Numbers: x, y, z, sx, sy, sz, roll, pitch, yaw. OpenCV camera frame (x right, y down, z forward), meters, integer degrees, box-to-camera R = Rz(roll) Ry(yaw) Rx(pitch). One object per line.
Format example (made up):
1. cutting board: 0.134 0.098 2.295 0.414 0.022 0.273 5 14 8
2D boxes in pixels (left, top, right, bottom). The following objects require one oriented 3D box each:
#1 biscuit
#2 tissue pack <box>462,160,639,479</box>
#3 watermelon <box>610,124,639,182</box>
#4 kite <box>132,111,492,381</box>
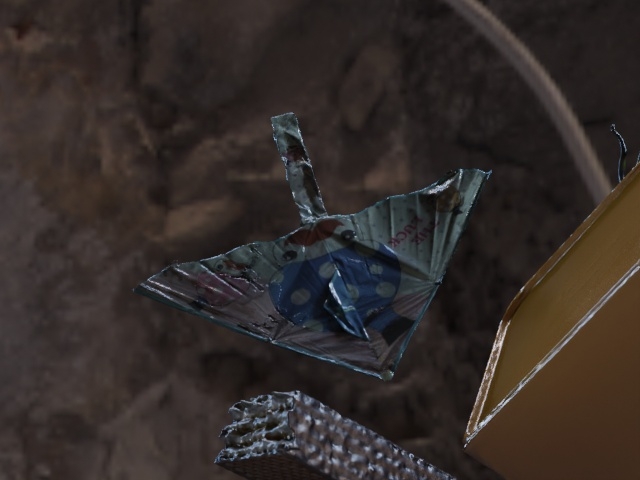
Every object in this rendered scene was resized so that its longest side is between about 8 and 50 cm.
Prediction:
1. biscuit: 0.017 0.225 1.618 0.252 0.070 0.106 33 -33 -32
2. tissue pack: 0.251 0.090 0.895 0.274 0.145 0.194 34 -53 -7
3. watermelon: 0.467 -0.069 1.875 0.232 0.204 0.127 -22 -28 31
4. kite: 0.000 0.000 1.431 0.335 0.314 0.011 -17 -38 -8
